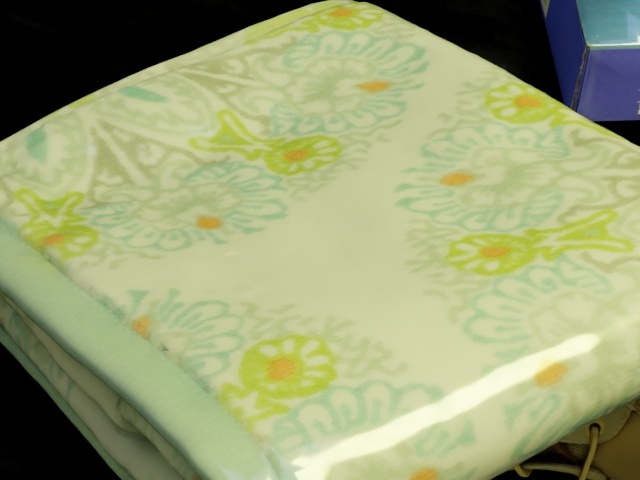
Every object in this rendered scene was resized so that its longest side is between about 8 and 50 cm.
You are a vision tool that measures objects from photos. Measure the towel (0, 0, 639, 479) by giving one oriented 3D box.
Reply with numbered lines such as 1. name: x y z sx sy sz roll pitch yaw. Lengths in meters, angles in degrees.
1. towel: 0.000 0.000 0.884 0.321 0.090 0.374 -26 39 -23

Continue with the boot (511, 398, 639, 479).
1. boot: 0.089 0.109 0.885 0.262 0.095 0.203 37 52 27

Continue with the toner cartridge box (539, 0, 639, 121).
1. toner cartridge box: 0.330 -0.169 1.161 0.348 0.075 0.165 -3 52 -5
